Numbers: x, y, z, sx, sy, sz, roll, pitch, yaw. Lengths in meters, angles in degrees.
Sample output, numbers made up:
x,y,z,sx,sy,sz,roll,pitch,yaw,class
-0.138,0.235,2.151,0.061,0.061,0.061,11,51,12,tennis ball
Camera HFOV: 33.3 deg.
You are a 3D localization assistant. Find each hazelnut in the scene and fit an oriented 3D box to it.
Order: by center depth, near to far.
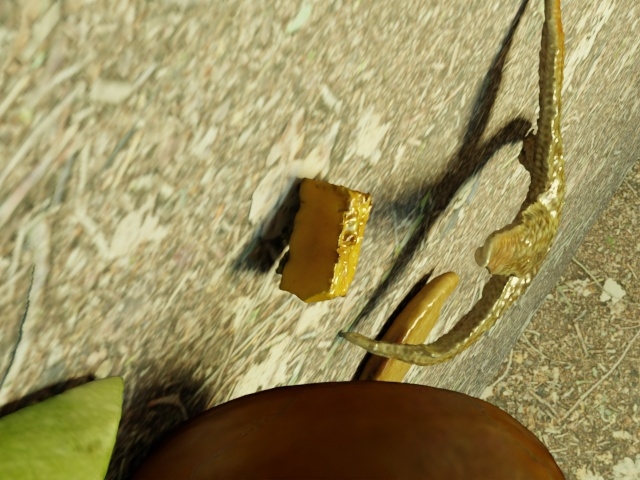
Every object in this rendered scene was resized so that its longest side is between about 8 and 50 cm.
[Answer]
x,y,z,sx,sy,sz,roll,pitch,yaw,class
0.011,0.265,0.736,0.366,0.365,0.366,-50,163,-22,hazelnut

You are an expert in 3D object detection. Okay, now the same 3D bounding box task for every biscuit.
x,y,z,sx,sy,sz,roll,pitch,yaw,class
0.085,0.140,1.268,0.144,0.033,0.224,-28,147,-55,biscuit

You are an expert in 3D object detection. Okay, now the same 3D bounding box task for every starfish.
x,y,z,sx,sy,sz,roll,pitch,yaw,class
0.177,-0.042,1.061,0.398,0.132,0.384,-55,160,-18,starfish

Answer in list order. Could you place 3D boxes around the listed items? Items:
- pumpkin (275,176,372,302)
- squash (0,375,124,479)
x,y,z,sx,sy,sz,roll,pitch,yaw,class
0.000,0.000,0.721,0.074,0.053,0.083,13,88,-77,pumpkin
-0.207,0.167,0.495,0.237,0.155,0.204,-60,-160,5,squash
